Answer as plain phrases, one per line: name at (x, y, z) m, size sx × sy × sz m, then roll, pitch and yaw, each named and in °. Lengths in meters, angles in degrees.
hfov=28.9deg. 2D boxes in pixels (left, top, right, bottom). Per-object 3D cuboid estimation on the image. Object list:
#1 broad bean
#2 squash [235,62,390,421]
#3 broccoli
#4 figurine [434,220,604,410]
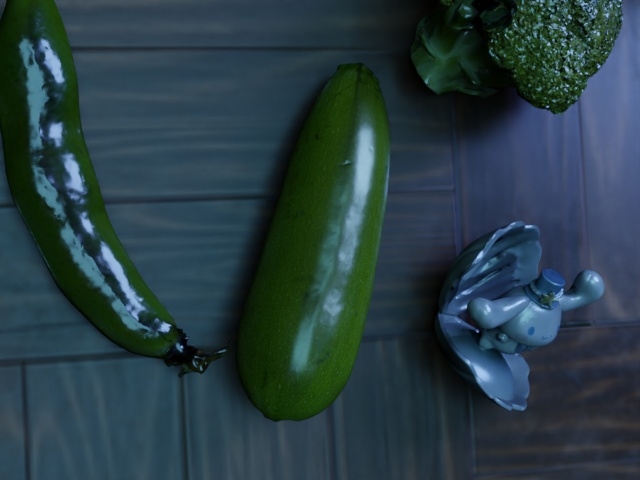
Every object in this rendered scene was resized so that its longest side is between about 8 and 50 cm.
broad bean at (-0.125, -0.025, 0.652) m, size 0.069 × 0.039 × 0.227 m, roll -28°, pitch 95°, yaw -9°
squash at (0.000, 0.000, 0.673) m, size 0.066 × 0.066 × 0.201 m, roll 15°, pitch 77°, yaw -14°
broccoli at (0.106, -0.126, 0.687) m, size 0.120 × 0.131 × 0.130 m, roll -31°, pitch 112°, yaw 23°
figurine at (0.104, 0.037, 0.687) m, size 0.086 × 0.094 × 0.082 m, roll -52°, pitch 60°, yaw 16°
